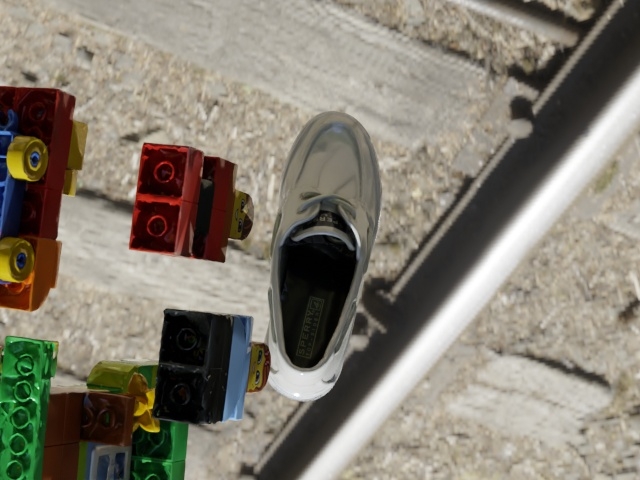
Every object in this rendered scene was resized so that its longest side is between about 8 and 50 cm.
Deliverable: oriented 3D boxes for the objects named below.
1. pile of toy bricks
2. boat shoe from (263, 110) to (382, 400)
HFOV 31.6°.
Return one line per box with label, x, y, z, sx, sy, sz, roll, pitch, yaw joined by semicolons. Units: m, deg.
pile of toy bricks;-0.070;0.062;0.377;0.118;0.212;0.105;7;178;21
boat shoe;0.000;0.000;0.969;0.096;0.267;0.088;14;159;-1
